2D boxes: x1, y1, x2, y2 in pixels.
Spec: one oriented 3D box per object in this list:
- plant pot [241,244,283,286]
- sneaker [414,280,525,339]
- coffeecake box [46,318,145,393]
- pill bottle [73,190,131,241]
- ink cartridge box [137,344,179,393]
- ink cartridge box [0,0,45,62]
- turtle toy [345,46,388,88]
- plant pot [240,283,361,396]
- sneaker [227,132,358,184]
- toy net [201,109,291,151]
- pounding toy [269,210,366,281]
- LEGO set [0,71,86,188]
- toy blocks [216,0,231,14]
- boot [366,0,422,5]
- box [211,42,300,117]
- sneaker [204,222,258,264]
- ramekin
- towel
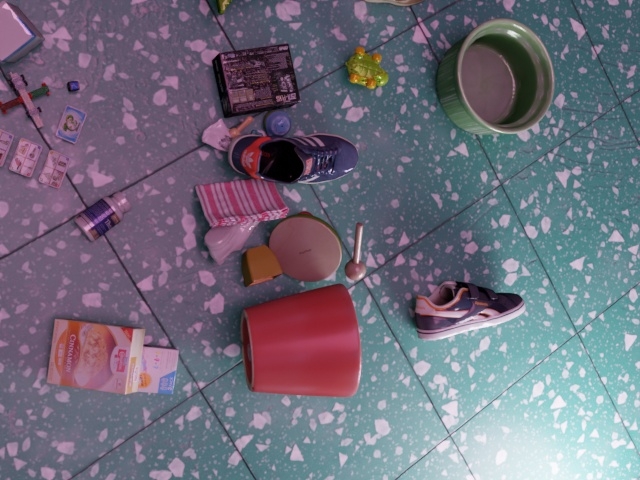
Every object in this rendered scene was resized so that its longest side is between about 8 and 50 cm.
[{"bbox_3d":[-0.148,0.058,1.893,0.081,0.081,0.083,-17,85,-21],"label":"plant pot"},{"bbox_3d":[0.400,0.166,2.083,0.321,0.126,0.127,-13,99,-20],"label":"sneaker"},{"bbox_3d":[-0.489,0.251,1.711,0.186,0.068,0.142,6,86,11],"label":"coffeecake box"},{"bbox_3d":[-0.488,-0.056,1.764,0.120,0.067,0.067,-40,103,-18],"label":"pill bottle"},{"bbox_3d":[-0.424,0.289,1.785,0.181,0.062,0.104,9,86,-21],"label":"ink cartridge box"},{"bbox_3d":[-0.661,-0.441,1.670,0.090,0.143,0.092,-38,103,0],"label":"ink cartridge box"},{"bbox_3d":[0.120,-0.434,2.014,0.130,0.066,0.095,15,83,-21],"label":"turtle toy"},{"bbox_3d":[-0.055,0.246,1.841,0.243,0.275,0.274,-5,91,-13],"label":"plant pot"},{"bbox_3d":[-0.039,-0.187,1.876,0.350,0.148,0.131,-5,108,-30],"label":"sneaker"},{"bbox_3d":[-0.178,-0.248,1.909,0.232,0.045,0.122,-8,112,-19],"label":"toy net"},{"bbox_3d":[0.000,0.000,1.929,0.237,0.110,0.182,5,121,12],"label":"pounding toy"},{"bbox_3d":[-0.628,-0.260,1.737,0.183,0.060,0.244,22,82,-32],"label":"LEGO set"},{"bbox_3d":[-0.142,-0.744,1.828,0.261,0.191,0.381,-12,93,-13],"label":"toy blocks"},{"bbox_3d":[0.221,-0.661,2.004,0.213,0.165,0.077,-6,92,-20],"label":"boot"},{"bbox_3d":[-0.155,-0.387,1.897,0.180,0.077,0.147,-14,94,-21],"label":"box"},{"bbox_3d":[-0.193,-0.026,1.886,0.212,0.080,0.094,-43,139,-31],"label":"sneaker"},{"bbox_3d":[0.461,-0.428,2.106,0.304,0.148,0.303,1,88,-22],"label":"ramekin"},{"bbox_3d":[-0.188,-0.098,1.856,0.197,0.144,0.029,-9,135,-22],"label":"towel"}]
